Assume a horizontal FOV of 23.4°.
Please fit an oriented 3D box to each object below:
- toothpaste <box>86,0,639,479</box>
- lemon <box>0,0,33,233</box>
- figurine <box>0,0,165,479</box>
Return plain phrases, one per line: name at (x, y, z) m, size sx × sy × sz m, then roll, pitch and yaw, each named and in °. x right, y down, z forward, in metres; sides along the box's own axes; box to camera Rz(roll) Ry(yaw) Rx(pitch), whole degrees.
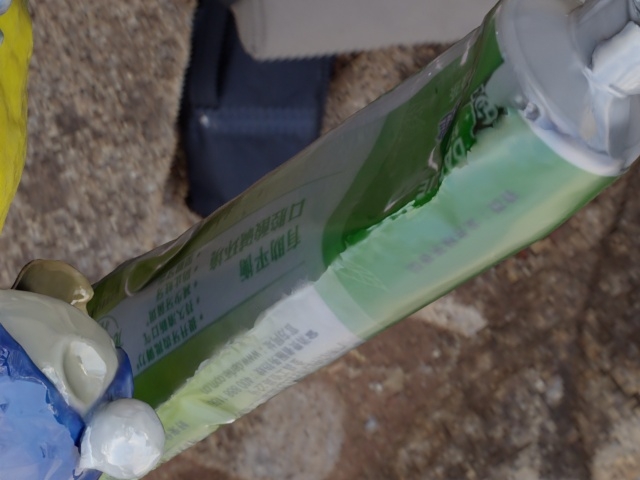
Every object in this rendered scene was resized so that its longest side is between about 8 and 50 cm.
toothpaste at (0.000, 0.000, 0.411) m, size 0.047 × 0.078 × 0.248 m, roll 16°, pitch 142°, yaw -39°
lemon at (-0.359, -0.082, 0.999) m, size 0.387 × 0.350 × 0.350 m, roll -38°, pitch 128°, yaw -9°
figurine at (-0.150, -0.002, 0.388) m, size 0.121 × 0.262 × 0.164 m, roll -37°, pitch 130°, yaw -34°
